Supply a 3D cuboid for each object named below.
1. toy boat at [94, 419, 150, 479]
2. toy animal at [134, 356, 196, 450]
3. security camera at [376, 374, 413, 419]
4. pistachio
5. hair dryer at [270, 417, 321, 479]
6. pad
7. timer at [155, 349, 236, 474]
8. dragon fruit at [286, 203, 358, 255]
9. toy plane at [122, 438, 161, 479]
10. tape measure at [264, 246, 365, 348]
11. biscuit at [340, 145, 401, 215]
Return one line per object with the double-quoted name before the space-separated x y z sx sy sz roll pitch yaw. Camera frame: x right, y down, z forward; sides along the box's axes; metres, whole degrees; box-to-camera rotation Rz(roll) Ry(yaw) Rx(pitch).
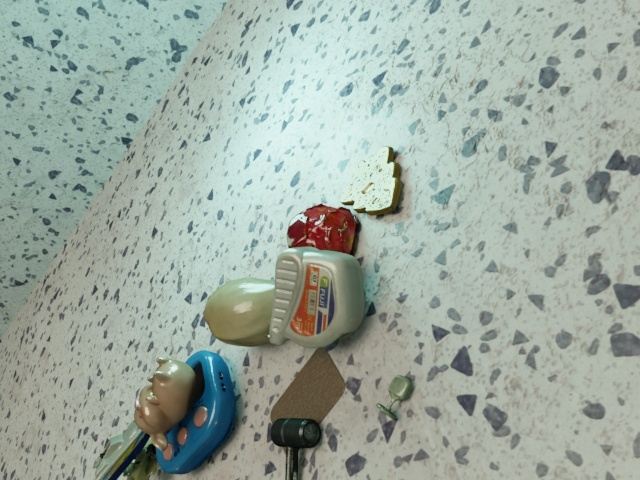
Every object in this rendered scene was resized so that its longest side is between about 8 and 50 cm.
"toy boat" -0.590 0.615 1.975 0.295 0.088 0.129 -50 19 -6
"toy animal" -0.449 0.460 1.845 0.250 0.154 0.166 -58 16 22
"security camera" 0.171 0.349 1.422 0.092 0.058 0.058 -53 36 -4
"pistachio" -0.187 0.202 1.838 0.332 0.207 0.226 -17 20 32
"hair dryer" -0.065 0.554 1.578 0.124 0.071 0.219 -13 68 45
"pad" -0.039 0.423 1.672 0.266 0.002 0.176 -54 37 14
"timer" -0.388 0.526 1.953 0.340 0.115 0.309 -48 40 21
"dragon fruit" 0.000 0.000 1.770 0.163 0.189 0.261 116 156 -62
"toy plane" -0.560 0.711 2.018 0.229 0.092 0.244 -18 21 17
"tape measure" -0.012 0.152 1.639 0.265 0.130 0.258 8 96 32
"biscuit" 0.153 -0.146 1.739 0.212 0.041 0.238 -47 39 13
